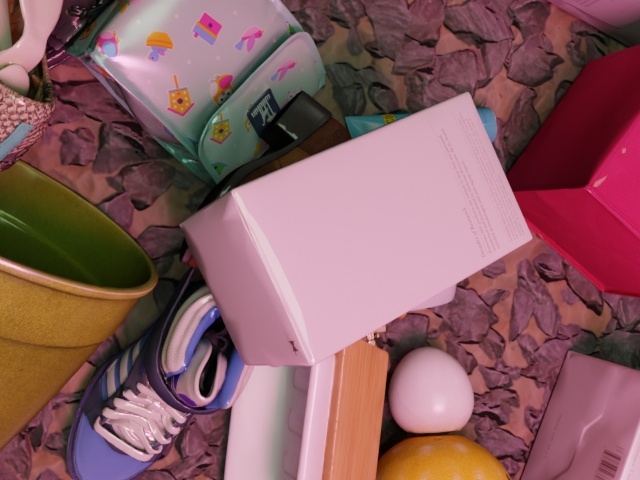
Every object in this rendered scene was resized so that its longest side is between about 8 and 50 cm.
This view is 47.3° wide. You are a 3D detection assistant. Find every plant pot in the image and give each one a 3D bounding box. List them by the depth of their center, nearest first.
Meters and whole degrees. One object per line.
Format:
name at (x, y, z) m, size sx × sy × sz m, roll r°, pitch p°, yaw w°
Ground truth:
plant pot at (-0.420, 0.098, 0.767) m, size 0.366 × 0.366 × 0.353 m, roll 31°, pitch 96°, yaw -13°

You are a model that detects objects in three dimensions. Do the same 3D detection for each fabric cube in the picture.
fabric cube at (0.449, -0.088, 0.999) m, size 0.259 × 0.254 × 0.258 m, roll 39°, pitch 83°, yaw -13°

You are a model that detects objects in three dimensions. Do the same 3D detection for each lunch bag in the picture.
lunch bag at (-0.134, -0.212, 0.902) m, size 0.223 × 0.160 × 0.262 m, roll -50°, pitch 121°, yaw -11°

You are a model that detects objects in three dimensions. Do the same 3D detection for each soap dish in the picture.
soap dish at (-0.021, 0.239, 0.918) m, size 0.118 × 0.229 × 0.291 m, roll 5°, pitch 91°, yaw -30°

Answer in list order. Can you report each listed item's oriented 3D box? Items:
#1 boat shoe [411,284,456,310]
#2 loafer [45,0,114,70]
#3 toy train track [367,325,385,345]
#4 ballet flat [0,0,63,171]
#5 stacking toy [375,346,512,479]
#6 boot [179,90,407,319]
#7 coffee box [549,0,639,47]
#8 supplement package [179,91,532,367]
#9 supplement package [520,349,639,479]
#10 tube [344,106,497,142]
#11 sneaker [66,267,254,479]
boat shoe at (0.041, 0.032, 0.971) m, size 0.302 × 0.109 × 0.094 m, roll 4°, pitch 106°, yaw -12°
loafer at (-0.288, -0.328, 0.888) m, size 0.109 × 0.095 × 0.302 m, roll 44°, pitch 82°, yaw -10°
toy train track at (0.070, 0.110, 1.035) m, size 0.048 × 0.014 × 0.083 m, roll -5°, pitch 93°, yaw -14°
ballet flat at (-0.348, -0.309, 0.769) m, size 0.182 × 0.164 × 0.483 m, roll -25°, pitch 70°, yaw 28°
stacking toy at (0.159, 0.379, 0.951) m, size 0.350 × 0.350 × 0.480 m, roll 0°, pitch 77°, yaw -14°
boot at (0.000, 0.000, 0.902) m, size 0.280 × 0.096 × 0.264 m, roll 43°, pitch 67°, yaw -14°
coffee box at (0.505, -0.473, 0.955) m, size 0.338 × 0.337 × 0.334 m, roll 23°, pitch 86°, yaw -13°
supplement package at (0.036, -0.011, 0.767) m, size 0.293 × 0.177 × 0.175 m, roll -26°, pitch 94°, yaw -28°
supplement package at (0.419, 0.316, 1.031) m, size 0.145 × 0.204 × 0.262 m, roll 22°, pitch 86°, yaw -14°
tube at (0.142, -0.151, 1.027) m, size 0.207 × 0.052 × 0.080 m, roll -9°, pitch 61°, yaw -11°
sneaker at (-0.189, 0.181, 0.858) m, size 0.130 × 0.236 × 0.323 m, roll 39°, pitch 81°, yaw -12°
